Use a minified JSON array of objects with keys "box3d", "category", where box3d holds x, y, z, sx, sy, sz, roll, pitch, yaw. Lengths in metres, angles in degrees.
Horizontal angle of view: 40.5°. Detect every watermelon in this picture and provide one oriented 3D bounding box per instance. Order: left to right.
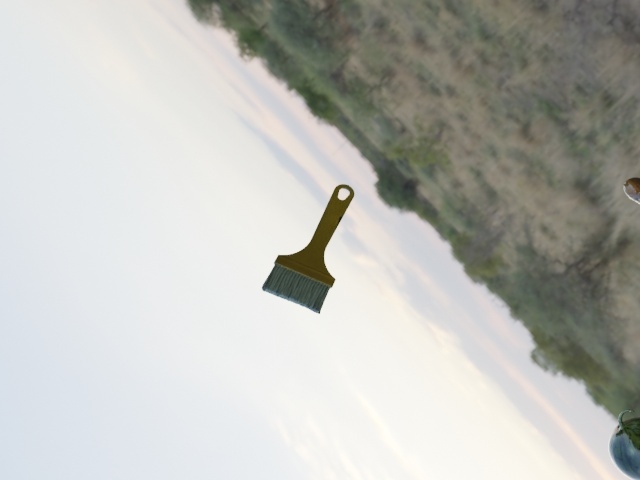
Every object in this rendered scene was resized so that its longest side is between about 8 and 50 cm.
[{"box3d":[0.481,0.313,1.308,0.109,0.109,0.109,45,-173,-7],"category":"watermelon"}]

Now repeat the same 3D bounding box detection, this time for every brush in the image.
[{"box3d":[0.000,0.000,1.157,0.083,0.205,0.011,22,148,7],"category":"brush"}]

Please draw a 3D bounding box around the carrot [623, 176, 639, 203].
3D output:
[{"box3d":[0.487,-0.048,1.165,0.209,0.061,0.061,16,-160,-23],"category":"carrot"}]
